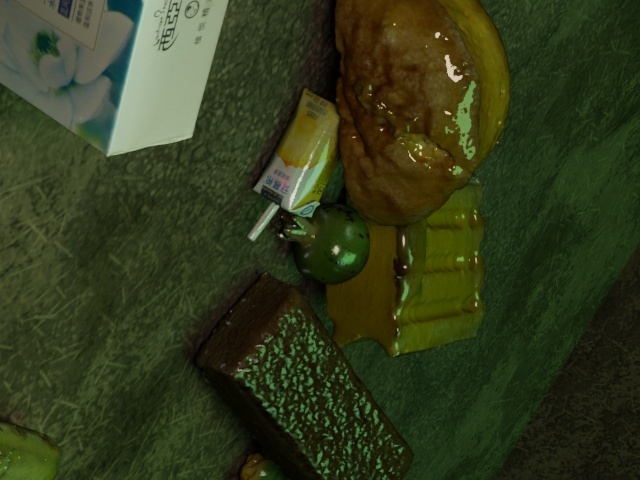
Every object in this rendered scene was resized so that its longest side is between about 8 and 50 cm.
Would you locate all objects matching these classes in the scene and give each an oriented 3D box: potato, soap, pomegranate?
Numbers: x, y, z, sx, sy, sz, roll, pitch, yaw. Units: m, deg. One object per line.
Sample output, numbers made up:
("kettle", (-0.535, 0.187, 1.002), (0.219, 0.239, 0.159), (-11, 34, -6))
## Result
("potato", (-0.362, 0.246, 1.571), (0.105, 0.085, 0.188), (-34, 150, 6))
("soap", (0.136, 0.027, 2.040), (0.281, 0.143, 0.259), (-2, 96, -56))
("pomegranate", (0.000, 0.000, 1.875), (0.142, 0.114, 0.114), (24, 100, -38))

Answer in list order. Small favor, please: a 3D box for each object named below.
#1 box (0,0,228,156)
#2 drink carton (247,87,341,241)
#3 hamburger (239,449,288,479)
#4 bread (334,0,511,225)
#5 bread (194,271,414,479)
("box", (-0.183, -0.241, 1.179), (0.116, 0.203, 0.274), (-20, 137, -49))
("drink carton", (-0.028, -0.084, 1.745), (0.200, 0.084, 0.074), (-62, 155, 7))
("hamburger", (-0.034, 0.388, 2.199), (0.237, 0.149, 0.237), (-29, 135, -34))
("bread", (0.135, -0.176, 1.696), (0.194, 0.179, 0.340), (-35, 128, -53))
("bread", (-0.013, 0.241, 1.962), (0.165, 0.113, 0.416), (-48, 130, -19))
